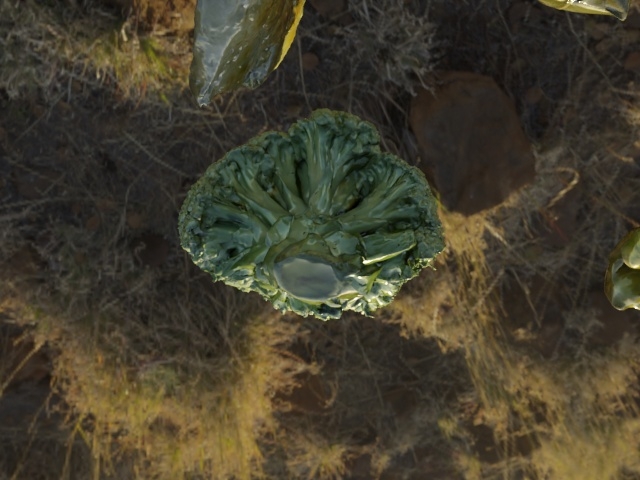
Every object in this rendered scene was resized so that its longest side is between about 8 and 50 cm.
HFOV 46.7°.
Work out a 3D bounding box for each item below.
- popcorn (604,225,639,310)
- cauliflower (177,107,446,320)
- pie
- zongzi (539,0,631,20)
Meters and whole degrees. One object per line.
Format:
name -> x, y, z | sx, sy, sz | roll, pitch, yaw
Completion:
popcorn -> 0.370, 0.000, 0.638 | 0.252, 0.206, 0.236 | -6, 113, 31
cauliflower -> 0.000, 0.000, 0.843 | 0.275, 0.250, 0.272 | -33, 111, 11
pie -> -0.053, -0.284, 0.709 | 0.075, 0.337, 0.337 | 14, 131, 2
zongzi -> 0.279, -0.362, 0.973 | 0.205, 0.205, 0.094 | 3, 116, -17
